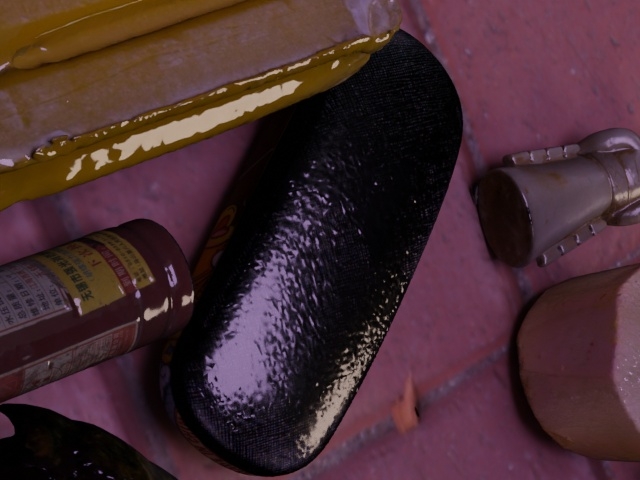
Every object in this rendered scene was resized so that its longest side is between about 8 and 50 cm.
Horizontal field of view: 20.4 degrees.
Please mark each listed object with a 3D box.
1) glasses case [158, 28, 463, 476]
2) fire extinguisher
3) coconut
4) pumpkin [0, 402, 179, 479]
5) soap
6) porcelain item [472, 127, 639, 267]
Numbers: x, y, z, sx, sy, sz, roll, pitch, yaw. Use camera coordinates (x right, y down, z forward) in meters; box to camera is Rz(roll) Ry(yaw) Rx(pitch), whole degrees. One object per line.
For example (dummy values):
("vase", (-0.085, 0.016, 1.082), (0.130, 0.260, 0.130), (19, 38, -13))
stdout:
("glasses case", (0.000, 0.000, 1.147), (0.122, 0.082, 0.321), (38, 62, -25))
("fire extinguisher", (-0.184, 0.072, 0.996), (0.252, 0.075, 0.106), (-22, 98, -39))
("coconut", (0.234, 0.086, 1.278), (0.147, 0.152, 0.147), (7, 79, -40))
("pumpkin", (-0.153, 0.254, 0.922), (0.320, 0.192, 0.320), (4, 83, -40))
("soap", (-0.120, -0.142, 1.028), (0.315, 0.091, 0.199), (-25, 77, -39))
("porcelain item", (0.209, -0.045, 1.337), (0.213, 0.054, 0.084), (-20, 100, -38))
